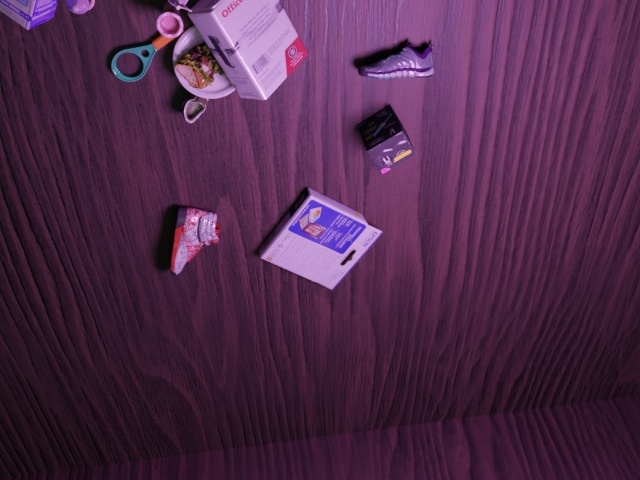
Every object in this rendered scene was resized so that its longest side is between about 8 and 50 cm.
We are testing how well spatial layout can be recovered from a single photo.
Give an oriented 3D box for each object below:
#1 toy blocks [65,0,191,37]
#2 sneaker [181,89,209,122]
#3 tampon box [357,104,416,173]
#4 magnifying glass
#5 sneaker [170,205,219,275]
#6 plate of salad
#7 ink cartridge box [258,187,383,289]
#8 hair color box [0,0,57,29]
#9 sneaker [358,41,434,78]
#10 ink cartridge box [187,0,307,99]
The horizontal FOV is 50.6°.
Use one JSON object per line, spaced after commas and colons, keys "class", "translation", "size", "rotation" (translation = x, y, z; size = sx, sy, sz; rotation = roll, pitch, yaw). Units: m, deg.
{"class": "toy blocks", "translation": [-0.434, -0.640, 1.570], "size": [0.288, 0.260, 0.309], "rotation": [12, 126, -18]}
{"class": "sneaker", "translation": [-0.327, -0.408, 1.892], "size": [0.064, 0.086, 0.192], "rotation": [26, 120, -28]}
{"class": "tampon box", "translation": [0.197, -0.302, 2.023], "size": [0.120, 0.161, 0.101], "rotation": [-29, 128, 14]}
{"class": "magnifying glass", "translation": [-0.465, -0.511, 1.824], "size": [0.230, 0.026, 0.092], "rotation": [-32, 127, 14]}
{"class": "sneaker", "translation": [-0.410, 0.014, 2.220], "size": [0.144, 0.090, 0.270], "rotation": [7, 125, -12]}
{"class": "plate of salad", "translation": [-0.298, -0.483, 1.821], "size": [0.199, 0.048, 0.200], "rotation": [-1, 101, -4]}
{"class": "ink cartridge box", "translation": [0.000, 0.000, 2.300], "size": [0.307, 0.072, 0.304], "rotation": [24, 120, -29]}
{"class": "hair color box", "translation": [-0.647, -0.658, 1.467], "size": [0.185, 0.110, 0.339], "rotation": [34, 127, -4]}
{"class": "sneaker", "translation": [0.214, -0.513, 1.924], "size": [0.223, 0.083, 0.098], "rotation": [-5, 109, -12]}
{"class": "ink cartridge box", "translation": [-0.182, -0.531, 1.739], "size": [0.197, 0.114, 0.273], "rotation": [-52, 132, -22]}
